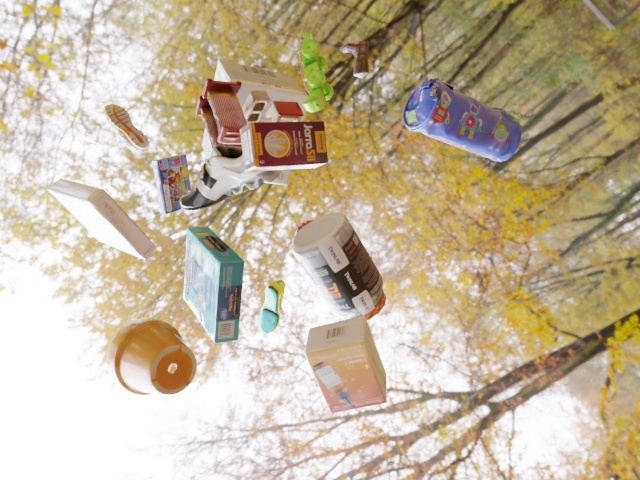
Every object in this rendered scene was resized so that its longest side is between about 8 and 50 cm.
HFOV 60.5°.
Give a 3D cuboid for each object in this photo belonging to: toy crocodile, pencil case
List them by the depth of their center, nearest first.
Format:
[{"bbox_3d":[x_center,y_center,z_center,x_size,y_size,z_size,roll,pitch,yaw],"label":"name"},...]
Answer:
[{"bbox_3d":[0.341,-0.286,1.306,0.306,0.133,0.119,13,-172,-30],"label":"pencil case"},{"bbox_3d":[-0.029,-0.624,2.033,0.115,0.105,0.340,41,-144,-62],"label":"toy crocodile"}]

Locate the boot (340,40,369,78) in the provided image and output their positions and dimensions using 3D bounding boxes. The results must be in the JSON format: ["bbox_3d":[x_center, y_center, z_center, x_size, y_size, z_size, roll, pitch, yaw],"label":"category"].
[{"bbox_3d":[0.108,-0.568,1.744,0.037,0.106,0.114,2,-93,-51],"label":"boot"}]

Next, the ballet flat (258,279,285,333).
[{"bbox_3d":[-0.159,0.225,1.880,0.077,0.231,0.077,26,-141,15],"label":"ballet flat"}]

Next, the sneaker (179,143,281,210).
[{"bbox_3d":[-0.278,-0.192,1.529,0.146,0.330,0.122,59,-154,-22],"label":"sneaker"}]

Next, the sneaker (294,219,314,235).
[{"bbox_3d":[0.000,0.000,1.975,0.252,0.111,0.103,1,-137,-46],"label":"sneaker"}]

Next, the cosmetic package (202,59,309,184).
[{"bbox_3d":[-0.280,-0.487,2.275,0.329,0.393,0.327,4,-151,-23],"label":"cosmetic package"}]

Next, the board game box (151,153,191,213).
[{"bbox_3d":[-0.550,-0.212,2.051,0.136,0.035,0.201,-24,-65,-50],"label":"board game box"}]

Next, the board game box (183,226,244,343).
[{"bbox_3d":[-0.339,0.126,1.710,0.079,0.254,0.336,-2,-160,-29],"label":"board game box"}]

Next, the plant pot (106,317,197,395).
[{"bbox_3d":[-0.427,0.320,1.447,0.205,0.188,0.205,-4,-84,-42],"label":"plant pot"}]

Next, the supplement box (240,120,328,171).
[{"bbox_3d":[-0.085,-0.223,1.296,0.188,0.081,0.104,-7,-88,-25],"label":"supplement box"}]

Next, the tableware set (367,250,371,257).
[{"bbox_3d":[0.139,0.090,1.842,0.024,0.154,0.104,-1,-95,-15],"label":"tableware set"}]

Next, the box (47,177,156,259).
[{"bbox_3d":[-0.634,-0.066,1.585,0.058,0.322,0.232,-50,-50,-22],"label":"box"}]

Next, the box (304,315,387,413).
[{"bbox_3d":[0.058,0.264,1.163,0.091,0.130,0.170,-78,-30,-63],"label":"box"}]

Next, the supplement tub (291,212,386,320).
[{"bbox_3d":[0.065,0.090,1.671,0.316,0.193,0.193,57,-153,-23],"label":"supplement tub"}]

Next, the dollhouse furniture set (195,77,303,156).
[{"bbox_3d":[-0.193,-0.387,1.770,0.374,0.152,0.201,-7,-117,-35],"label":"dollhouse furniture set"}]

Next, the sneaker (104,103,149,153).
[{"bbox_3d":[-0.734,-0.412,2.047,0.215,0.083,0.084,53,-129,-3],"label":"sneaker"}]
